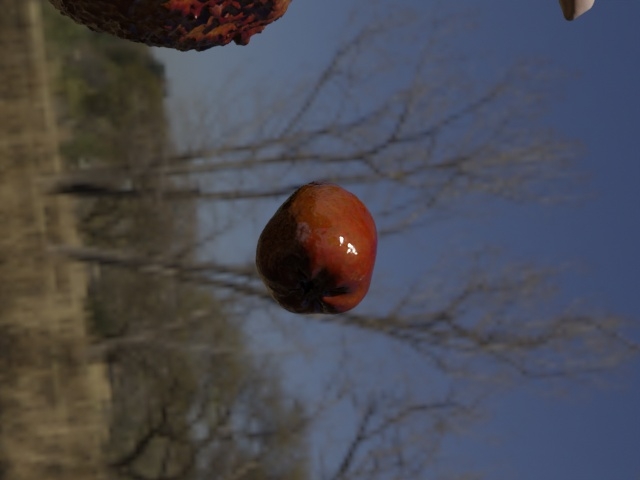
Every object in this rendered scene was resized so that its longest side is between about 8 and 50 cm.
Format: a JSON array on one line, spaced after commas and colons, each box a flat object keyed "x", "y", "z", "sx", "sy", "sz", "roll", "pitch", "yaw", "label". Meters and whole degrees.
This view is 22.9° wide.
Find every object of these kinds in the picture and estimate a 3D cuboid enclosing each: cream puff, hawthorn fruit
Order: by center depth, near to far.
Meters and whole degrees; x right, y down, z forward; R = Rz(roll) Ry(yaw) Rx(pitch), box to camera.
[{"x": 0.000, "y": 0.000, "z": 1.029, "sx": 0.081, "sy": 0.081, "sz": 0.093, "roll": 94, "pitch": 4, "yaw": -46, "label": "hawthorn fruit"}, {"x": -0.165, "y": -0.307, "z": 1.450, "sx": 0.229, "sy": 0.350, "sz": 0.350, "roll": -46, "pitch": -144, "yaw": 28, "label": "cream puff"}]

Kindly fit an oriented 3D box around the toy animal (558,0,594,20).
[{"x": 0.367, "y": -0.358, "z": 1.805, "sx": 0.154, "sy": 0.250, "sz": 0.167, "roll": 145, "pitch": -72, "yaw": -74, "label": "toy animal"}]
